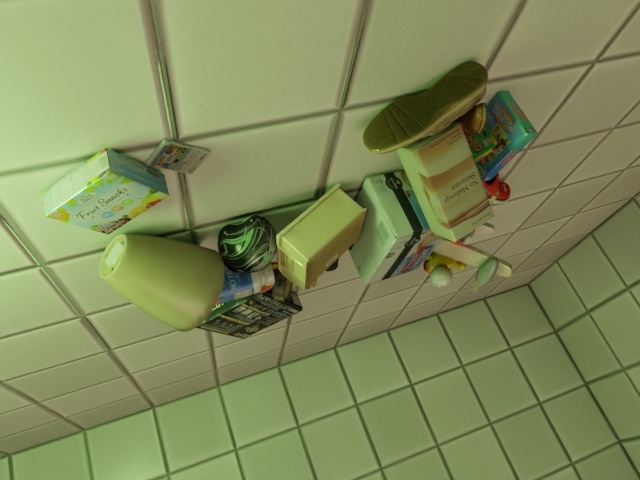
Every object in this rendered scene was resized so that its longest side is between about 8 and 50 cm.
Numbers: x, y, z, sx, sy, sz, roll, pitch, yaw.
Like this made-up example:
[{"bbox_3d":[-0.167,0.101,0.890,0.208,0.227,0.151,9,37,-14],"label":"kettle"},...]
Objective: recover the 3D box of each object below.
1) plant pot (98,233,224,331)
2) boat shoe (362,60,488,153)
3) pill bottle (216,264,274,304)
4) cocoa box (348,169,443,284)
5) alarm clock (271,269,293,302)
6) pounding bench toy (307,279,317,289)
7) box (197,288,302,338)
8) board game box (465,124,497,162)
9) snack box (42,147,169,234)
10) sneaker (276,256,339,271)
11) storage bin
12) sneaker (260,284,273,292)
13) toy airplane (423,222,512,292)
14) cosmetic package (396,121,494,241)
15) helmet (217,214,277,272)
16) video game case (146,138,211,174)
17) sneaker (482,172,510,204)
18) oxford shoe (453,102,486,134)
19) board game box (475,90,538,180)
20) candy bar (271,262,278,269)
[{"bbox_3d":[-0.456,0.091,1.421,0.256,0.256,0.274,-35,136,26],"label":"plant pot"},{"bbox_3d":[0.271,-0.313,1.299,0.341,0.122,0.110,-29,156,10],"label":"boat shoe"},{"bbox_3d":[-0.277,0.135,1.763,0.221,0.124,0.124,-16,155,-17],"label":"pill bottle"},{"bbox_3d":[0.246,-0.044,1.700,0.228,0.231,0.347,-14,154,-20],"label":"cocoa box"},{"bbox_3d":[-0.148,0.165,1.922,0.064,0.129,0.192,9,167,7],"label":"alarm clock"},{"bbox_3d":[-0.035,0.156,2.082,0.083,0.065,0.052,-23,156,0],"label":"pounding bench toy"},{"bbox_3d":[-0.291,0.283,2.094,0.318,0.097,0.395,-29,155,11],"label":"box"},{"bbox_3d":[0.386,-0.254,1.515,0.259,0.124,0.039,-37,158,30],"label":"board game box"},{"bbox_3d":[-0.482,-0.104,1.152,0.207,0.070,0.174,-29,156,18],"label":"snack box"},{"bbox_3d":[-0.038,0.049,1.856,0.267,0.101,0.106,0,126,-38],"label":"sneaker"},{"bbox_3d":[0.000,0.000,1.599,0.262,0.123,0.260,-42,163,-21],"label":"storage bin"},{"bbox_3d":[-0.250,0.158,1.857,0.175,0.064,0.067,-8,163,16],"label":"sneaker"},{"bbox_3d":[0.507,0.052,1.993,0.386,0.272,0.384,2,153,40],"label":"toy airplane"},{"bbox_3d":[0.345,-0.164,1.413,0.153,0.129,0.296,-34,115,-8],"label":"cosmetic package"},{"bbox_3d":[-0.210,0.012,1.538,0.161,0.169,0.169,-12,160,20],"label":"helmet"},{"bbox_3d":[-0.327,-0.192,1.178,0.122,0.011,0.087,7,144,-48],"label":"video game case"},{"bbox_3d":[0.629,-0.200,1.870,0.279,0.107,0.118,-10,129,-45],"label":"sneaker"},{"bbox_3d":[0.387,-0.320,1.373,0.076,0.076,0.212,1,180,-5],"label":"oxford shoe"},{"bbox_3d":[0.505,-0.299,1.481,0.047,0.160,0.210,-8,153,-29],"label":"board game box"},{"bbox_3d":[-0.128,0.090,1.924,0.161,0.018,0.040,-8,155,-30],"label":"candy bar"}]
